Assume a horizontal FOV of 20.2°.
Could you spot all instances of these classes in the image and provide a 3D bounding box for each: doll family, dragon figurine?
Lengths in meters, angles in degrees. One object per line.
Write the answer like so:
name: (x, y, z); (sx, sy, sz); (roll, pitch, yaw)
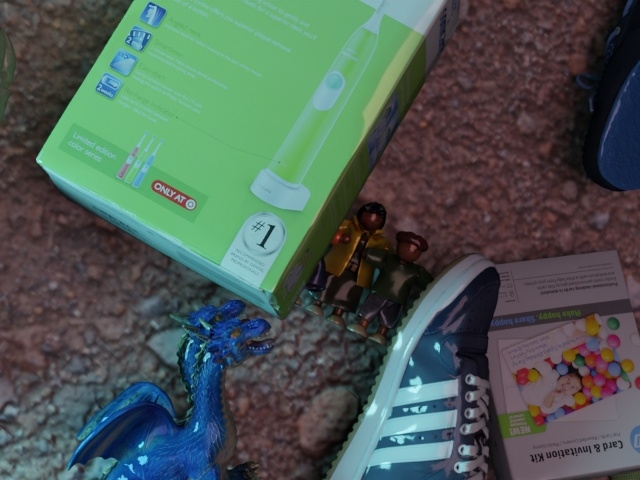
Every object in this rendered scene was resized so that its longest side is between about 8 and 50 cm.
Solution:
doll family: (0.000, 0.000, 1.444); (0.193, 0.076, 0.111); (25, 87, -14)
dragon figurine: (-0.141, 0.163, 1.382); (0.289, 0.085, 0.144); (-33, 101, 5)

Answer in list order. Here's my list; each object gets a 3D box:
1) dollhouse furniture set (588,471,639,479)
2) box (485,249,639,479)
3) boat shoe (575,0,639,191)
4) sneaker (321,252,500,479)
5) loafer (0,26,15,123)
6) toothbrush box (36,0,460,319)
dollhouse furniture set: (0.246, 0.202, 1.531); (0.151, 0.058, 0.076); (-13, 95, -18)
box: (0.199, 0.107, 1.498); (0.145, 0.038, 0.186); (-6, 74, -18)
boat shoe: (0.289, -0.154, 1.534); (0.109, 0.089, 0.258); (39, 73, -28)
sneaker: (0.109, 0.161, 1.420); (0.153, 0.099, 0.282); (29, 94, 26)
loafer: (-0.325, -0.025, 1.330); (0.111, 0.112, 0.319); (18, 85, 18)
toothbrush box: (-0.048, -0.116, 1.366); (0.206, 0.122, 0.283); (28, 82, 9)
